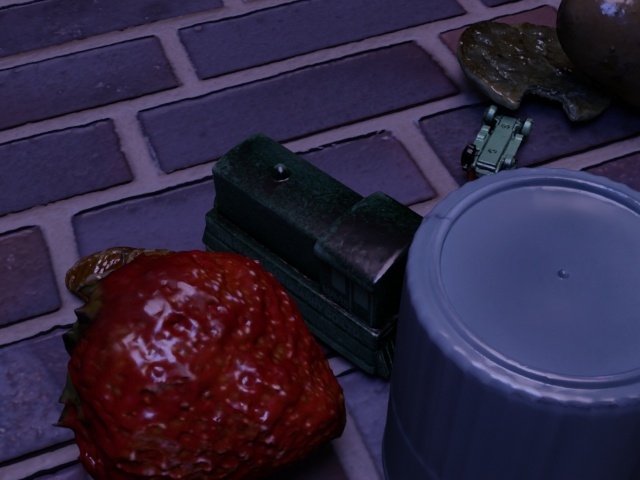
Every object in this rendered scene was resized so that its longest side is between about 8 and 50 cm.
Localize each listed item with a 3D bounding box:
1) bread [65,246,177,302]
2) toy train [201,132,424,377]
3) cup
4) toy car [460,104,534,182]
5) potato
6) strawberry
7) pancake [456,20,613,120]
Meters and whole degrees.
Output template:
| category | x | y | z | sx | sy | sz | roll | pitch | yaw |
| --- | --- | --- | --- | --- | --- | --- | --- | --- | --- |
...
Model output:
| category | x | y | z | sx | sy | sz | roll | pitch | yaw |
| --- | --- | --- | --- | --- | --- | --- | --- | --- | --- |
| bread | -0.200 | 0.053 | 0.989 | 0.232 | 0.076 | 0.105 | 9 | 47 | 12 |
| toy train | 0.000 | 0.000 | 0.960 | 0.330 | 0.178 | 0.138 | 34 | 58 | 27 |
| cup | 0.204 | 0.144 | 0.732 | 0.256 | 0.311 | 0.331 | -24 | 52 | -18 |
| toy car | 0.240 | -0.127 | 1.148 | 0.073 | 0.054 | 0.143 | 17 | 44 | 15 |
| potato | 0.432 | -0.268 | 1.152 | 0.262 | 0.165 | 0.165 | 16 | 37 | -37 |
| strawberry | -0.105 | 0.133 | 0.813 | 0.276 | 0.257 | 0.257 | 15 | 49 | -3 |
| pancake | 0.316 | -0.256 | 1.248 | 0.253 | 0.037 | 0.254 | 9 | 42 | -8 |
